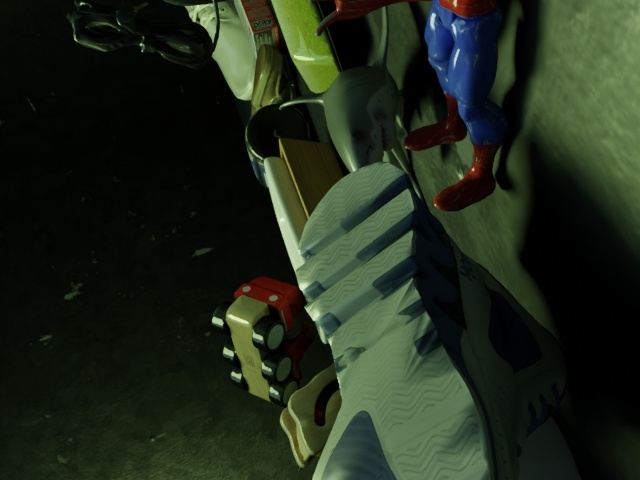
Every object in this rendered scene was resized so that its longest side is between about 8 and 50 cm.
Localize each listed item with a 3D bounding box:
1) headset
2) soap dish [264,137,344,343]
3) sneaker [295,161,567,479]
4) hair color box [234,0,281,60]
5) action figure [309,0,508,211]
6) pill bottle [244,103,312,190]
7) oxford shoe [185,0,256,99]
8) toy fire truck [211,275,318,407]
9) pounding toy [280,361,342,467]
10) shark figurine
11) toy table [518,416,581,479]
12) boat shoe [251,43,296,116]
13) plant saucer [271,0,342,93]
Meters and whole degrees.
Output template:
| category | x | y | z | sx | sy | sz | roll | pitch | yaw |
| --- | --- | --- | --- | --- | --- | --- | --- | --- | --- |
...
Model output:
| category | x | y | z | sx | sy | sz | roll | pitch | yaw |
| --- | --- | --- | --- | --- | --- | --- | --- | --- | --- |
| headset | -0.159 | -0.347 | 0.772 | 0.243 | 0.185 | 0.394 | 126 | 142 | -57 |
| soap dish | 0.010 | 0.003 | 1.200 | 0.229 | 0.118 | 0.291 | 83 | 167 | -63 |
| sneaker | 0.091 | 0.106 | 0.461 | 0.182 | 0.127 | 0.315 | 30 | -141 | -33 |
| hair color box | -0.126 | -0.436 | 1.442 | 0.093 | 0.053 | 0.167 | 86 | 166 | -64 |
| action figure | 0.049 | -0.113 | 0.423 | 0.280 | 0.139 | 0.091 | 86 | 164 | -58 |
| pill bottle | -0.074 | -0.164 | 1.439 | 0.219 | 0.123 | 0.123 | 85 | 166 | -74 |
| oxford shoe | -0.230 | -0.496 | 1.638 | 0.169 | 0.130 | 0.449 | -41 | 60 | 43 |
| toy fire truck | -0.042 | 0.148 | 1.335 | 0.158 | 0.246 | 0.217 | 15 | 135 | 31 |
| pounding toy | 0.050 | 0.302 | 1.313 | 0.154 | 0.269 | 0.155 | 45 | 145 | 16 |
| shark figurine | 0.026 | -0.105 | 0.675 | 0.278 | 0.116 | 0.166 | 32 | -126 | -77 |
| toy table | 0.106 | 0.246 | 0.576 | 0.274 | 0.252 | 0.161 | -63 | -22 | -46 |
| boat shoe | -0.084 | -0.288 | 1.434 | 0.285 | 0.089 | 0.104 | 116 | 162 | -78 |
| plant saucer | -0.022 | -0.255 | 0.855 | 0.188 | 0.045 | 0.188 | 21 | -131 | -81 |
